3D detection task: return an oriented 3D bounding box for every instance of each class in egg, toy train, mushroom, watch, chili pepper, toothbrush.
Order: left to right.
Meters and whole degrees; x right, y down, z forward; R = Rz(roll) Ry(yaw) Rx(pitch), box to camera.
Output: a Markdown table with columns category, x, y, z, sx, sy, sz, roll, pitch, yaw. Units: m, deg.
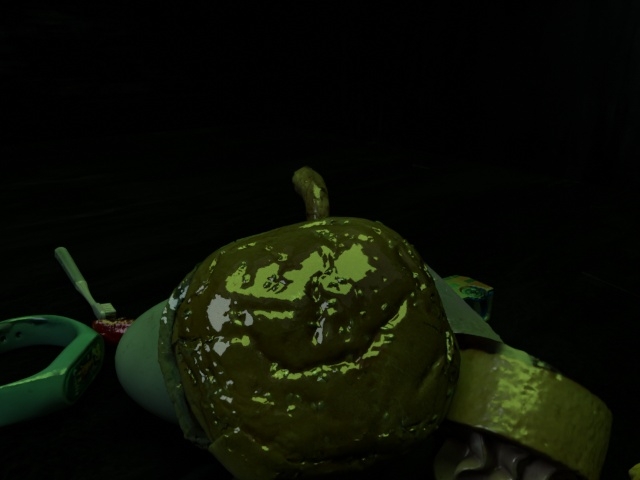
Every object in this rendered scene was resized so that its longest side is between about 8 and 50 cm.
| category | x | y | z | sx | sy | sz | roll | pitch | yaw |
| --- | --- | --- | --- | --- | --- | --- | --- | --- | --- |
| watch | -0.403 | 0.168 | 0.789 | 0.195 | 0.068 | 0.237 | 2 | 18 | -1 |
| toothbrush | -0.449 | 0.075 | 1.111 | 0.030 | 0.025 | 0.342 | -5 | 21 | -36 |
| chili pepper | -0.270 | 0.145 | 0.913 | 0.268 | 0.059 | 0.050 | 5 | 57 | -3 |
| egg | -0.122 | 0.143 | 0.731 | 0.264 | 0.182 | 0.183 | -5 | 18 | 8 |
| mushroom | -0.027 | 0.019 | 0.966 | 0.208 | 0.301 | 0.233 | -23 | -4 | -19 |
| toy train | 0.213 | 0.115 | 1.033 | 0.188 | 0.072 | 0.099 | -10 | 26 | -32 |

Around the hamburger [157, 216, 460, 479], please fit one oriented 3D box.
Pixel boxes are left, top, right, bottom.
| category | x | y | z | sx | sy | sz | roll | pitch | yaw |
| --- | --- | --- | --- | --- | --- | --- | --- | --- | --- |
| hamburger | -0.010 | 0.103 | 0.587 | 0.285 | 0.265 | 0.134 | -16 | -15 | -18 |

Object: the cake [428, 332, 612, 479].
| category | x | y | z | sx | sy | sz | roll | pitch | yaw |
| --- | --- | --- | --- | --- | --- | --- | --- | --- | --- |
| cake | 0.183 | 0.219 | 0.625 | 0.185 | 0.178 | 0.208 | 38 | -14 | -24 |

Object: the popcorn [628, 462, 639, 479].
| category | x | y | z | sx | sy | sz | roll | pitch | yaw |
| --- | --- | --- | --- | --- | --- | --- | --- | --- | --- |
| popcorn | 0.320 | 0.272 | 0.511 | 0.163 | 0.140 | 0.194 | 23 | 25 | 32 |

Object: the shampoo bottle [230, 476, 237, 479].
| category | x | y | z | sx | sy | sz | roll | pitch | yaw |
| --- | --- | --- | --- | --- | --- | --- | --- | --- | --- |
| shampoo bottle | -0.043 | 0.248 | 0.627 | 0.067 | 0.068 | 0.236 | 13 | 23 | 24 |

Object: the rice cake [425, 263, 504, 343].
| category | x | y | z | sx | sy | sz | roll | pitch | yaw |
| --- | --- | --- | --- | --- | --- | --- | --- | --- | --- |
| rice cake | 0.212 | 0.145 | 0.852 | 0.070 | 0.064 | 0.399 | -12 | 37 | -25 |
